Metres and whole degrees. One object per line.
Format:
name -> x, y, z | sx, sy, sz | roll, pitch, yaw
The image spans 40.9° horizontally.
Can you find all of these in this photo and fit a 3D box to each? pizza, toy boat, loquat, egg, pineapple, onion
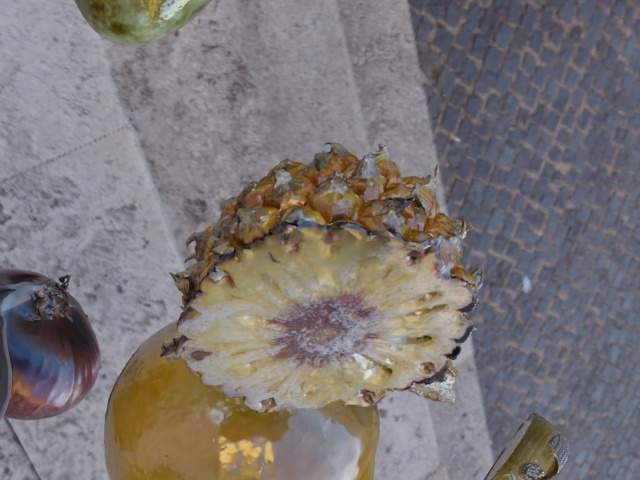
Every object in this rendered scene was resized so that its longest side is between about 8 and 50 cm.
pizza -> 0.066, 0.096, 0.798 | 0.161, 0.182, 0.062 | 41, 86, -4
toy boat -> 0.179, 0.198, 0.741 | 0.047, 0.049, 0.149 | -52, 168, 32
loquat -> -0.063, 0.159, 0.695 | 0.238, 0.238, 0.193 | -12, 124, -31
egg -> -0.239, -0.412, 1.187 | 0.238, 0.238, 0.289 | 20, 101, -38
pineapple -> 0.001, 0.003, 0.500 | 0.161, 0.137, 0.176 | 33, 123, -32
onion -> -0.479, 0.178, 1.311 | 0.285, 0.273, 0.273 | -48, 129, 10

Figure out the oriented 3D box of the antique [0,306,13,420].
antique -> -0.353, 0.047, 0.657 | 0.185, 0.255, 0.322 | -34, 114, -37
